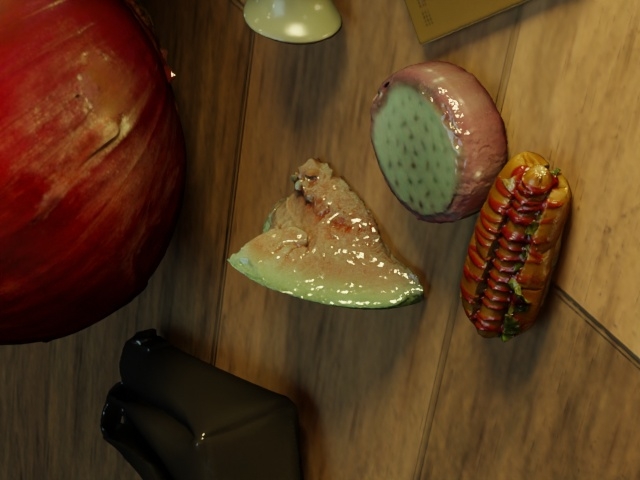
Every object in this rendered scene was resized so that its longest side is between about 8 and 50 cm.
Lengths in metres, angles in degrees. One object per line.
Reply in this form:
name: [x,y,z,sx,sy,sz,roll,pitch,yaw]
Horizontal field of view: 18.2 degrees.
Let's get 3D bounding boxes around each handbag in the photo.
handbag: [-0.095,0.231,1.631,0.257,0.113,0.285,27,130,57]

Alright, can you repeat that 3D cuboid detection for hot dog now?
hot dog: [0.118,0.005,1.223,0.062,0.038,0.144,41,139,26]

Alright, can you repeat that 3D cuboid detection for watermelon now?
watermelon: [0.001,0.011,1.383,0.155,0.101,0.080,42,129,23]

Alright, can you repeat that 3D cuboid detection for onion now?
onion: [-0.245,-0.072,1.501,0.341,0.341,0.341,34,134,44]

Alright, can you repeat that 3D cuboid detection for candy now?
candy: [0.074,-0.062,1.252,0.103,0.043,0.103,34,133,47]

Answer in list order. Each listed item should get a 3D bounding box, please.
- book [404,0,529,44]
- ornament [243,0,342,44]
book: [0.089,-0.191,1.183,0.172,0.012,0.118,-15,95,59]
ornament: [-0.021,-0.209,1.282,0.075,0.081,0.156,36,140,36]
